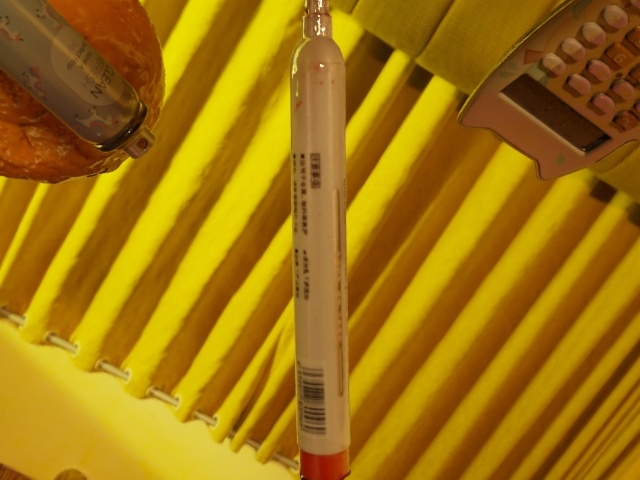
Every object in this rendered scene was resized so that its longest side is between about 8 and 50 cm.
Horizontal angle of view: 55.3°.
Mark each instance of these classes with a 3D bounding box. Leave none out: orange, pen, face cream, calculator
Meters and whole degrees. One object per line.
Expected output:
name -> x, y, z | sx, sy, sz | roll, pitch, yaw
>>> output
orange -> -0.387, -0.250, 0.842 | 0.341, 0.341, 0.293 | 24, -134, -33
pen -> 0.000, 0.000, 0.262 | 0.026, 0.218, 0.026 | -1, -171, 0
face cream -> -0.245, -0.162, 0.569 | 0.229, 0.075, 0.075 | 47, 179, -42
calculator -> 0.238, -0.139, 0.507 | 0.157, 0.236, 0.033 | 30, -126, -20
